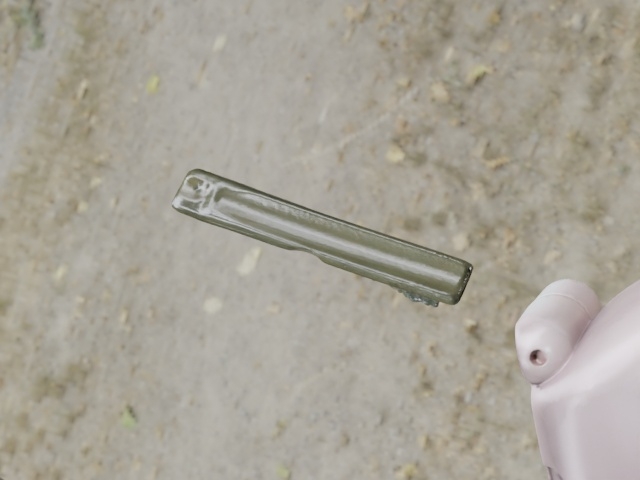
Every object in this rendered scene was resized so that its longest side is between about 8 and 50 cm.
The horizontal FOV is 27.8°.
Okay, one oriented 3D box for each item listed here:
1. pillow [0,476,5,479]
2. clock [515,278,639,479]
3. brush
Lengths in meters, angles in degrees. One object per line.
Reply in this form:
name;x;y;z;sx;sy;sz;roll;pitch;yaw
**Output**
pillow;-0.365;0.137;0.720;0.326;0.228;0.101;2;107;29
clock;0.353;0.160;1.077;0.326;0.342;0.184;-10;16;20
brush;0.000;0.000;0.801;0.027;0.190;0.034;84;-152;-63
